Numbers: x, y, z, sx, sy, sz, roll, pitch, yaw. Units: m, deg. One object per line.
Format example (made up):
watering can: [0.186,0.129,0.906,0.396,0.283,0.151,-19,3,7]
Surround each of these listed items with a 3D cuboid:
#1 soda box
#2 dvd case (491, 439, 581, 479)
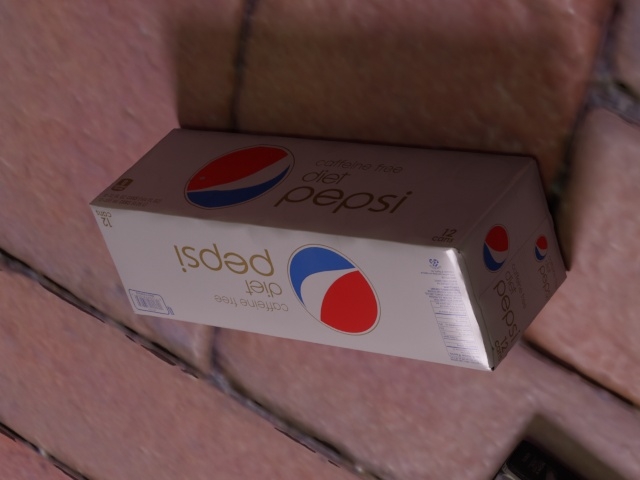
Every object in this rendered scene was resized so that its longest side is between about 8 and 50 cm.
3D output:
soda box: [0.000,0.000,0.890,0.216,0.074,0.069,8,130,37]
dvd case: [0.165,0.224,0.988,0.238,0.029,0.179,36,142,9]
